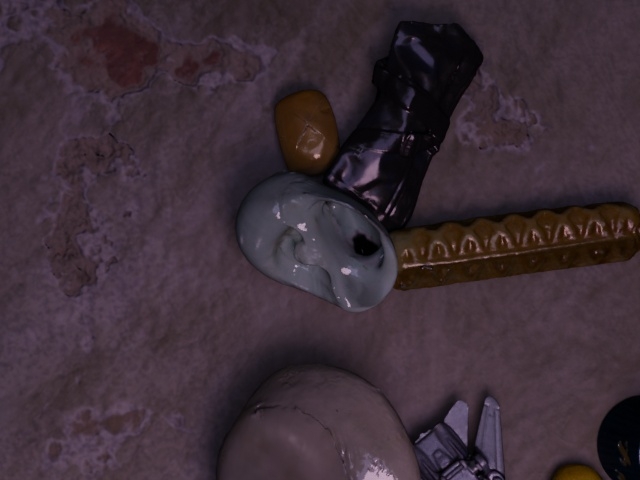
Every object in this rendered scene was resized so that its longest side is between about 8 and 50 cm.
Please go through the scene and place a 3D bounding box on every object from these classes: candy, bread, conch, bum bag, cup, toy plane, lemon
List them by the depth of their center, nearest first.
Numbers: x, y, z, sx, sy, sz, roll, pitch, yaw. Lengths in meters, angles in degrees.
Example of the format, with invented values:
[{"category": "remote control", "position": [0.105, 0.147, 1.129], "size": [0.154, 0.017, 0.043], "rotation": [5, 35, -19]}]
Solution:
[{"category": "candy", "position": [0.010, 0.292, 1.601], "size": [0.295, 0.185, 0.296], "rotation": [-3, 85, 33]}, {"category": "toy plane", "position": [0.212, 0.351, 1.642], "size": [0.212, 0.088, 0.267], "rotation": [-38, 74, -4]}, {"category": "conch", "position": [0.001, -0.005, 1.647], "size": [0.221, 0.185, 0.121], "rotation": [30, 59, -5]}, {"category": "cup", "position": [0.450, 0.289, 1.657], "size": [0.131, 0.155, 0.177], "rotation": [-24, 86, -4]}, {"category": "lemon", "position": [0.342, 0.326, 1.695], "size": [0.083, 0.062, 0.062], "rotation": [0, 86, -3]}, {"category": "bread", "position": [0.256, 0.006, 1.707], "size": [0.367, 0.077, 0.084], "rotation": [-7, 83, -3]}, {"category": "bum bag", "position": [0.108, -0.154, 1.709], "size": [0.137, 0.074, 0.310], "rotation": [26, 85, -18]}, {"category": "bread", "position": [-0.017, -0.145, 1.711], "size": [0.082, 0.056, 0.115], "rotation": [-8, 87, -4]}]
